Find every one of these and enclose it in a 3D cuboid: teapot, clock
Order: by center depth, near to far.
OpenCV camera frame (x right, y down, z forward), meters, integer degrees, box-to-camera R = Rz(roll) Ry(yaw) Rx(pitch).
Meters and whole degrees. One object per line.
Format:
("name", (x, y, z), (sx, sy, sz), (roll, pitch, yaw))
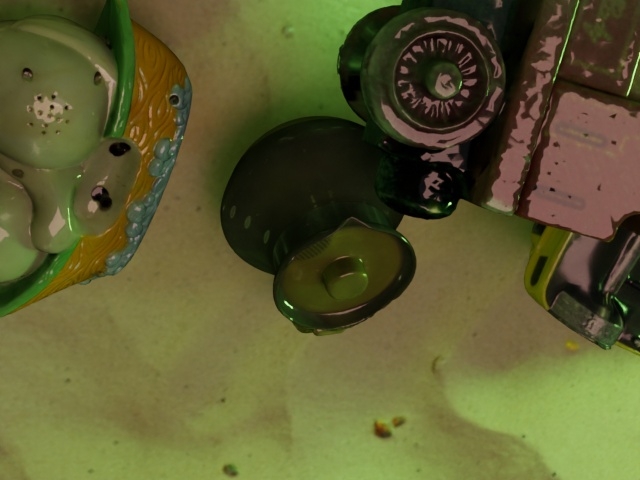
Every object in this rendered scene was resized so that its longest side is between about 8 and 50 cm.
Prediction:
("clock", (-0.171, -0.050, 1.039), (0.144, 0.103, 0.231), (14, 110, -28))
("teapot", (0.000, 0.000, 1.130), (0.130, 0.119, 0.165), (-6, 137, -16))

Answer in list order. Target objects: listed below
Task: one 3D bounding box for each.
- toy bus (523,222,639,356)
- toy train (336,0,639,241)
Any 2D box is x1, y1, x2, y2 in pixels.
("toy bus", (0.272, 0.021, 1.251), (0.330, 0.152, 0.144), (26, 100, -36))
("toy train", (0.141, -0.149, 1.040), (0.222, 0.150, 0.304), (15, 96, -9))
